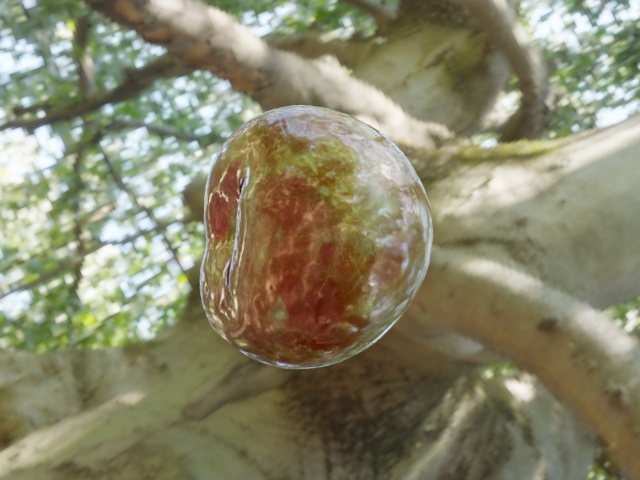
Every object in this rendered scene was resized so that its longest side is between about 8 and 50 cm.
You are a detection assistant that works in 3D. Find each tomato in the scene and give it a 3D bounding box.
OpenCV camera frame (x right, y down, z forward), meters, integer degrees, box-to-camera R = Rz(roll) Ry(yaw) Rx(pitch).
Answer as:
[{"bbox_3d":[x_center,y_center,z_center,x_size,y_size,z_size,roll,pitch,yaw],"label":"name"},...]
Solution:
[{"bbox_3d":[0.000,0.000,1.497,0.270,0.223,0.270,-176,-90,-72],"label":"tomato"}]
